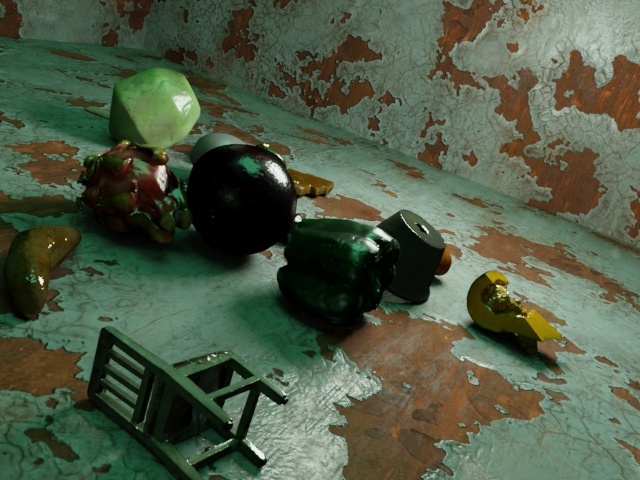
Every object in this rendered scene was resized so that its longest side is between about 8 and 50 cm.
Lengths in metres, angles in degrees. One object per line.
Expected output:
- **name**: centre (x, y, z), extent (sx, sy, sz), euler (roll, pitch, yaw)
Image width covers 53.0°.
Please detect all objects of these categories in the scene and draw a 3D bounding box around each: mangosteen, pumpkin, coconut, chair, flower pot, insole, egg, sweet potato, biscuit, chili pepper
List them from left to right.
- **sweet potato**: centre (-0.557, 0.033, 1.264), extent (0.114, 0.092, 0.341), euler (38, 14, -20)
- **insole**: centre (-0.751, -0.462, 2.498), extent (0.348, 0.009, 0.119), euler (20, 21, 6)
- **coconut**: centre (-0.591, -0.450, 2.244), extent (0.328, 0.281, 0.328), euler (-9, 50, 11)
- **chair**: centre (-0.202, 0.234, 0.968), extent (0.270, 0.136, 0.147), euler (28, 21, 30)
- **egg**: centre (-0.304, -0.252, 2.093), extent (0.232, 0.176, 0.176), euler (28, 20, -2)
- **mangosteen**: centre (-0.189, -0.106, 1.648), extent (0.297, 0.297, 0.313), euler (30, 20, 29)
- **biscuit**: centre (-0.072, -0.213, 2.379), extent (0.301, 0.043, 0.278), euler (7, 21, -31)
- **chili pepper**: centre (0.038, 0.062, 1.500), extent (0.257, 0.233, 0.248), euler (19, 15, 20)
- **flower pot**: centre (0.231, 0.023, 1.758), extent (0.269, 0.166, 0.269), euler (28, 25, -14)
- **pumpkin**: centre (0.492, 0.203, 1.686), extent (0.131, 0.126, 0.248), euler (2, 43, -55)

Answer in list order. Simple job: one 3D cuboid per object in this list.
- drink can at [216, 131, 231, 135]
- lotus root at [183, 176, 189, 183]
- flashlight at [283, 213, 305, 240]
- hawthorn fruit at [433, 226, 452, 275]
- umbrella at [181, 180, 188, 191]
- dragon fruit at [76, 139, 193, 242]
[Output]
- **drink can**: centre (-0.374, -0.331, 2.354), extent (0.097, 0.097, 0.235), euler (16, 20, -7)
- **lotus root**: centre (-0.300, -0.121, 1.897), extent (0.167, 0.078, 0.329), euler (-2, 28, -40)
- **flashlight**: centre (0.000, 0.000, 1.840), extent (0.232, 0.093, 0.093), euler (26, 21, 5)
- **hawthorn fruit**: centre (0.328, 0.047, 1.926), extent (0.125, 0.125, 0.140), euler (9, 42, -24)
- **umbrella**: centre (-0.312, -0.141, 1.786), extent (0.326, 0.090, 0.094), euler (-20, 24, -22)
- **dragon fruit**: centre (-0.447, -0.106, 1.570), extent (0.227, 0.243, 0.307), euler (20, 48, -59)
